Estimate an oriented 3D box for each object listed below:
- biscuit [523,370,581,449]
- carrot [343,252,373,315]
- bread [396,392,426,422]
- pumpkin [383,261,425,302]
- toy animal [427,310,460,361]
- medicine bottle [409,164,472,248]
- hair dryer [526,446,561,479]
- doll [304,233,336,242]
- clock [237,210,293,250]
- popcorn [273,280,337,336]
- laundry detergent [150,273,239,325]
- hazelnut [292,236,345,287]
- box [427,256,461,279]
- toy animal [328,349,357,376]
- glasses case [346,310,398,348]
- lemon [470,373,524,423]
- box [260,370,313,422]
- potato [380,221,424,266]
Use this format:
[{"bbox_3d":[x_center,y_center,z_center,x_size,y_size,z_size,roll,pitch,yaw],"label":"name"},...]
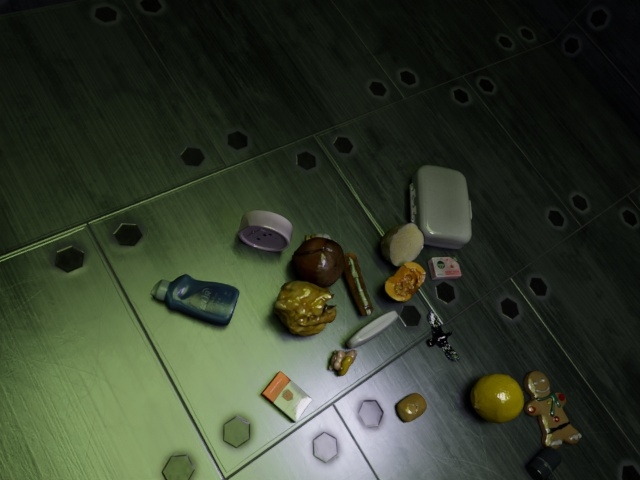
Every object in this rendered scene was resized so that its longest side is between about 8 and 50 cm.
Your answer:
[{"bbox_3d":[0.908,0.669,1.893,0.197,0.049,0.301,-8,69,-23],"label":"biscuit"},{"bbox_3d":[0.144,0.173,1.867,0.070,0.070,0.260,-13,73,-22],"label":"carrot"},{"bbox_3d":[0.337,0.609,1.736,0.115,0.056,0.082,-19,74,-23],"label":"bread"},{"bbox_3d":[0.329,0.179,1.897,0.183,0.107,0.119,-38,75,-20],"label":"pumpkin"},{"bbox_3d":[0.479,0.387,1.886,0.108,0.062,0.220,-16,70,-42],"label":"toy animal"},{"bbox_3d":[0.532,-0.152,2.098,0.282,0.123,0.375,9,64,-15],"label":"medicine bottle"},{"bbox_3d":[0.876,0.898,1.774,0.124,0.071,0.219,-27,84,-23],"label":"hair dryer"},{"bbox_3d":[0.000,0.000,1.899,0.127,0.073,0.084,5,34,-13],"label":"doll"},{"bbox_3d":[-0.204,-0.033,1.774,0.197,0.197,0.068,16,62,-10],"label":"clock"},{"bbox_3d":[-0.059,0.247,1.704,0.254,0.191,0.190,14,77,-21],"label":"popcorn"},{"bbox_3d":[-0.438,0.196,1.657,0.290,0.094,0.143,17,67,-10],"label":"laundry detergent"},{"bbox_3d":[-0.017,0.079,1.799,0.208,0.208,0.208,7,65,-14],"label":"hazelnut"},{"bbox_3d":[0.527,0.118,2.021,0.125,0.043,0.089,-2,67,-18],"label":"box"},{"bbox_3d":[0.080,0.427,1.724,0.082,0.091,0.114,32,62,14],"label":"toy animal"},{"bbox_3d":[0.197,0.336,1.794,0.233,0.092,0.059,-27,72,-24],"label":"glasses case"},{"bbox_3d":[0.657,0.591,1.777,0.203,0.178,0.178,-12,71,-23],"label":"lemon"},{"bbox_3d":[-0.116,0.538,1.635,0.152,0.048,0.100,39,59,5],"label":"box"},{"bbox_3d":[0.321,0.006,1.969,0.202,0.117,0.182,-33,120,-27],"label":"potato"}]
